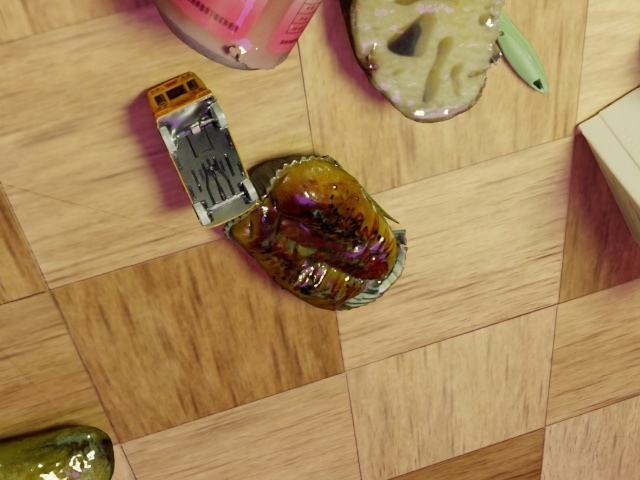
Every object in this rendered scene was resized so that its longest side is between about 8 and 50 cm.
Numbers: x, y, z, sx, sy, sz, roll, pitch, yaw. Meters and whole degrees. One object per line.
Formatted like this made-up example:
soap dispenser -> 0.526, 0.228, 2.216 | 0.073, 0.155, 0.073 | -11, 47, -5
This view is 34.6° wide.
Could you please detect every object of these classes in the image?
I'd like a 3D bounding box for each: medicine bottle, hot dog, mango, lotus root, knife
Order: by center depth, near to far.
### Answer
medicine bottle -> -0.036, -0.275, 0.877 | 0.147, 0.147, 0.247 | 14, 125, -34
lotus root -> 0.105, -0.233, 1.022 | 0.170, 0.074, 0.261 | -6, 137, -1
knife -> 0.179, -0.240, 1.097 | 0.043, 0.020, 0.293 | -34, 136, 14
hot dog -> 0.000, 0.000, 1.215 | 0.162, 0.082, 0.270 | -34, 138, 13
mango -> -0.425, 0.343, 1.325 | 0.329, 0.176, 0.176 | -23, 164, -28

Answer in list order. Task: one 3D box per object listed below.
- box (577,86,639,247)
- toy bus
box -> 0.453, -0.035, 1.287 | 0.116, 0.203, 0.274 | -32, 136, 10
toy bus -> -0.123, -0.091, 1.073 | 0.069, 0.074, 0.162 | -27, 136, -8
